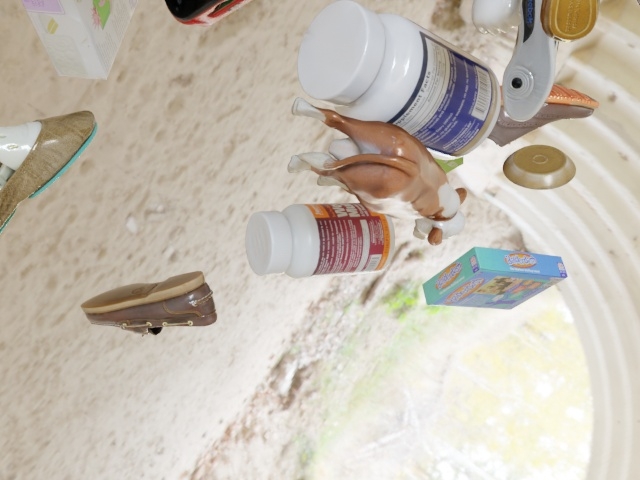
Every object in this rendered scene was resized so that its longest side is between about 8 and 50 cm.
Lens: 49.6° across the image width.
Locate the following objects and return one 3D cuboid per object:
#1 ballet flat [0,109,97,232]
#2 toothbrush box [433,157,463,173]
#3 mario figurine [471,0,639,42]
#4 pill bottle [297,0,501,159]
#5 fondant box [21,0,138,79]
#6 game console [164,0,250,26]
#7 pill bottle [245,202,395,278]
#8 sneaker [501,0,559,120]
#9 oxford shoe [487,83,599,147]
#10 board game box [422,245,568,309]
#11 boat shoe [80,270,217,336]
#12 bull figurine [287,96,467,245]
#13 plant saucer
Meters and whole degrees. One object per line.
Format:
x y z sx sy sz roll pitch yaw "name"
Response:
-0.505 -0.099 1.085 0.342 0.116 0.124 -44 130 7 "ballet flat"
0.232 -0.309 1.809 0.122 0.283 0.206 -30 -132 49 "toothbrush box"
0.272 -0.297 0.742 0.320 0.198 0.170 -89 -164 -51 "mario figurine"
0.107 -0.209 0.922 0.265 0.153 0.153 13 115 -42 "pill bottle"
-0.401 -0.483 1.204 0.238 0.096 0.330 85 11 -59 "fondant box"
-0.154 -0.542 1.059 0.387 0.341 0.060 -11 -173 45 "game console"
0.000 0.000 1.117 0.221 0.121 0.121 -3 137 -30 "pill bottle"
0.353 -0.304 1.102 0.121 0.079 0.216 -31 132 -51 "sneaker"
0.441 -0.283 1.564 0.130 0.364 0.132 -96 -173 -63 "oxford shoe"
0.319 0.074 1.276 0.160 0.210 0.047 -44 -132 49 "board game box"
-0.229 0.094 0.917 0.073 0.207 0.073 -45 120 -54 "boat shoe"
0.079 -0.077 0.849 0.101 0.189 0.310 -68 160 -5 "bull figurine"
0.257 -0.090 0.815 0.083 0.083 0.015 -50 144 -37 "plant saucer"
